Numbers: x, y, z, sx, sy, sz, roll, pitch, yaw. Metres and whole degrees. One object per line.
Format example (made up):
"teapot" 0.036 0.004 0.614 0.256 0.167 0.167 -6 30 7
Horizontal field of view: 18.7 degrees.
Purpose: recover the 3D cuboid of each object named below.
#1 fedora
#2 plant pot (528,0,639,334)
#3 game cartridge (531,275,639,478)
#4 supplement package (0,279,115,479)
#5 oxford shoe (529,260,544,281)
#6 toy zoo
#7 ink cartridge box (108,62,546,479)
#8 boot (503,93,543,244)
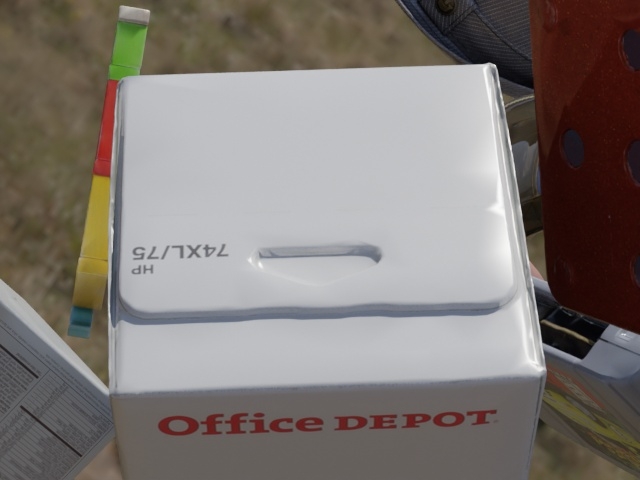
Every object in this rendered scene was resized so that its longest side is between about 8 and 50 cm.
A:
"fedora" 0.162 -0.239 1.503 0.244 0.124 0.275 -17 70 -41
"plant pot" 0.254 -0.060 0.993 0.236 0.267 0.267 -12 15 -25
"game cartridge" 0.195 0.102 1.332 0.196 0.060 0.294 39 -7 -27
"supplement package" -0.337 0.140 1.551 0.199 0.262 0.198 39 -7 45
"oxford shoe" 0.000 0.000 1.662 0.397 0.140 0.146 29 52 26
"toy zoo" -0.200 -0.053 1.819 0.030 0.293 0.192 9 -11 -6
"ink cartridge box" -0.001 0.070 1.015 0.198 0.270 0.197 -2 52 -2
"boot" 0.152 -0.046 1.251 0.082 0.106 0.219 62 36 -15
